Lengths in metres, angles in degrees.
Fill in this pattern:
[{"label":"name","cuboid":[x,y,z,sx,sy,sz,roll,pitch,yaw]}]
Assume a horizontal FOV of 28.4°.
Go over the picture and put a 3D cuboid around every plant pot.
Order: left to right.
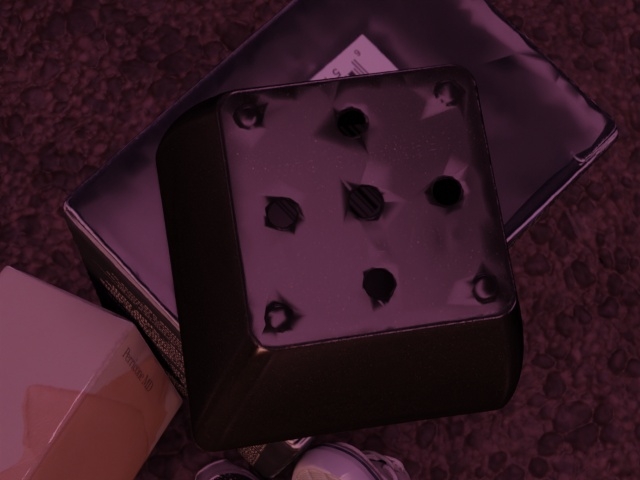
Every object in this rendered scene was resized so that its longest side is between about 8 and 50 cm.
[{"label":"plant pot","cuboid":[0.015,0.001,0.668,0.188,0.167,0.187,-7,78,-8]}]

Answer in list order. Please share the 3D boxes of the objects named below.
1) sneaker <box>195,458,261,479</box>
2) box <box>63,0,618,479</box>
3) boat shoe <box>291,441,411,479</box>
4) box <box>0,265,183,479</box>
[{"label":"sneaker","cuboid":[-0.045,0.280,1.044,0.084,0.083,0.215,-25,78,-9]},{"label":"box","cuboid":[0.000,0.000,0.956,0.293,0.395,0.212,-43,84,-12]},{"label":"boat shoe","cuboid":[0.034,0.203,1.010,0.083,0.226,0.075,21,62,21]},{"label":"box","cuboid":[-0.242,0.190,0.897,0.121,0.148,0.311,22,67,23]}]
